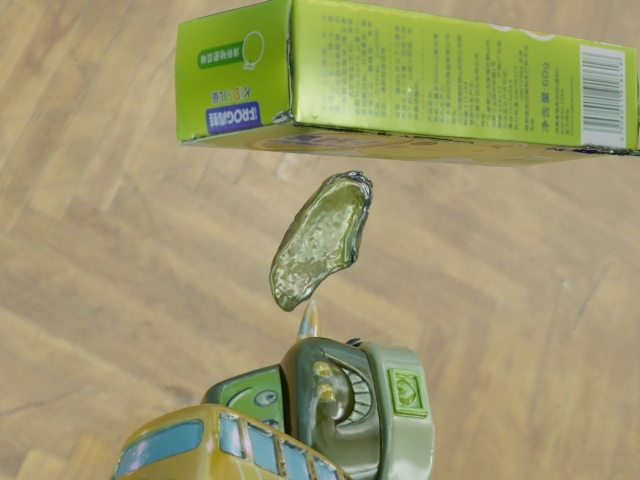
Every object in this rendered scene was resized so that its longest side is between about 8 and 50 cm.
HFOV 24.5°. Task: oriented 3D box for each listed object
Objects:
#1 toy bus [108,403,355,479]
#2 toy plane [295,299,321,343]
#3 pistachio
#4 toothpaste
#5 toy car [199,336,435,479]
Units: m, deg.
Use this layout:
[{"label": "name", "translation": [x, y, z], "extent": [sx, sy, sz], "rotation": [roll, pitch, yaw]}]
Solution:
[{"label": "toy bus", "translation": [-0.050, 0.197, 1.004], "extent": [0.209, 0.126, 0.136], "rotation": [34, 43, -39]}, {"label": "toy plane", "translation": [-0.022, 0.219, 1.492], "extent": [0.204, 0.103, 0.316], "rotation": [6, 85, 13]}, {"label": "pistachio", "translation": [0.000, 0.000, 1.605], "extent": [0.089, 0.049, 0.173], "rotation": [36, 86, -28]}, {"label": "toothpaste", "translation": [0.068, -0.094, 0.942], "extent": [0.328, 0.110, 0.077], "rotation": [1, 88, -41]}, {"label": "toy car", "translation": [-0.028, 0.192, 1.250], "extent": [0.198, 0.248, 0.204], "rotation": [9, 46, -18]}]
